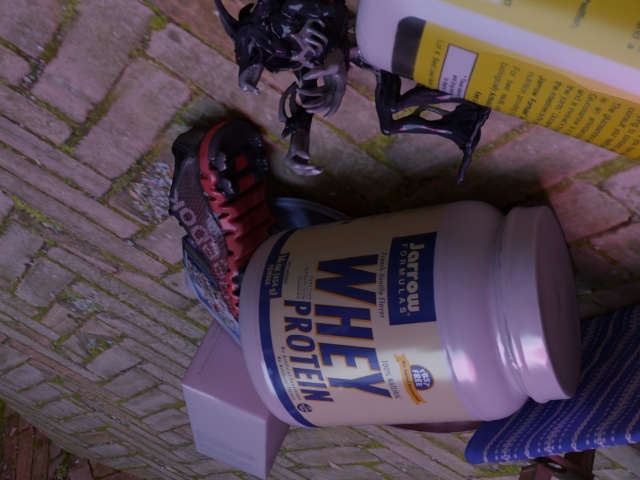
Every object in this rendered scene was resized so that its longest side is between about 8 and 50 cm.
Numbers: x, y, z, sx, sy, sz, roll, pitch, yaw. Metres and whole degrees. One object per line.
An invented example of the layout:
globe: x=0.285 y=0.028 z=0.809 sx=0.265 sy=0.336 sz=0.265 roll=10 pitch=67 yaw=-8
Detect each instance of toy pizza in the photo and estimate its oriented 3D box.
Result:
toy pizza: x=0.000 y=0.000 z=1.107 sx=0.201 sy=0.032 sz=0.201 roll=19 pitch=152 yaw=10

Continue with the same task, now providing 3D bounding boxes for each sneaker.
sneaker: x=-0.117 y=-0.021 z=1.040 sx=0.135 sy=0.098 sz=0.275 roll=14 pitch=125 yaw=39

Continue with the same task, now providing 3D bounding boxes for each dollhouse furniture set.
dollhouse furniture set: x=0.328 y=0.331 z=1.250 sx=0.101 sy=0.181 sz=0.161 roll=29 pitch=151 yaw=-9

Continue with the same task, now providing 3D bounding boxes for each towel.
towel: x=0.307 y=0.135 z=0.899 sx=0.040 sy=0.243 sz=0.336 roll=49 pitch=148 yaw=-2

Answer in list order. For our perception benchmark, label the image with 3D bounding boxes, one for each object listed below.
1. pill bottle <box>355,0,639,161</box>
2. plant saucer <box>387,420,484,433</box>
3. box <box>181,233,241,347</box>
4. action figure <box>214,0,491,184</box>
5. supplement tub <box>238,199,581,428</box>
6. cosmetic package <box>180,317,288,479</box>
pill bottle: x=0.207 y=-0.150 z=0.537 sx=0.334 sy=0.187 sz=0.188 roll=22 pitch=151 yaw=7
plant saucer: x=0.150 y=0.181 z=1.214 sx=0.311 sy=0.050 sz=0.310 roll=7 pitch=140 yaw=6
box: x=-0.116 y=0.100 z=1.249 sx=0.233 sy=0.044 sz=0.159 roll=46 pitch=155 yaw=17
action figure: x=0.014 y=-0.140 z=0.755 sx=0.276 sy=0.140 sz=0.164 roll=20 pitch=163 yaw=6
supplement tub: x=0.101 y=0.083 z=0.927 sx=0.325 sy=0.235 sz=0.235 roll=-9 pitch=138 yaw=27
cosmetic package: x=-0.122 y=0.260 z=1.464 sx=0.155 sy=0.196 sz=0.365 roll=21 pitch=149 yaw=9
